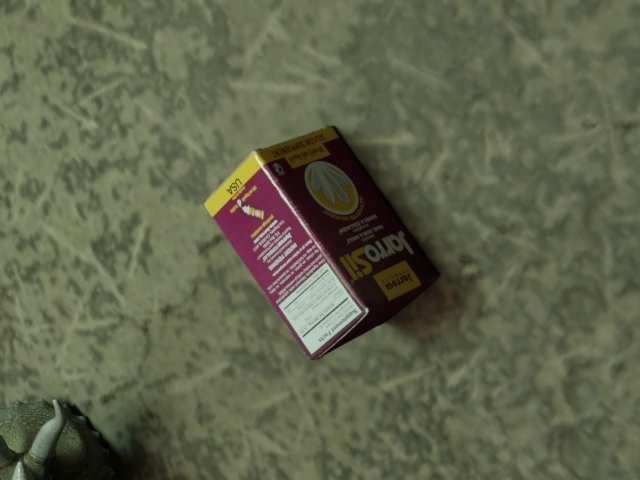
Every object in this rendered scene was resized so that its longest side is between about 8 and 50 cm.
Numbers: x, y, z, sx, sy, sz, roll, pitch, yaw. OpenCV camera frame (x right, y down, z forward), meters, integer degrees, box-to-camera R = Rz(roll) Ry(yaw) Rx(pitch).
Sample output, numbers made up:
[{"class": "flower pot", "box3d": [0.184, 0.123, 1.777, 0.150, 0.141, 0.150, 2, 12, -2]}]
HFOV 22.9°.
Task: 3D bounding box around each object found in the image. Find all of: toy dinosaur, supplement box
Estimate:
[{"class": "toy dinosaur", "box3d": [-0.207, 0.161, 0.866, 0.314, 0.121, 0.160, -6, 89, 44]}, {"class": "supplement box", "box3d": [0.000, 0.000, 0.667, 0.083, 0.055, 0.043, 55, 129, 9]}]
